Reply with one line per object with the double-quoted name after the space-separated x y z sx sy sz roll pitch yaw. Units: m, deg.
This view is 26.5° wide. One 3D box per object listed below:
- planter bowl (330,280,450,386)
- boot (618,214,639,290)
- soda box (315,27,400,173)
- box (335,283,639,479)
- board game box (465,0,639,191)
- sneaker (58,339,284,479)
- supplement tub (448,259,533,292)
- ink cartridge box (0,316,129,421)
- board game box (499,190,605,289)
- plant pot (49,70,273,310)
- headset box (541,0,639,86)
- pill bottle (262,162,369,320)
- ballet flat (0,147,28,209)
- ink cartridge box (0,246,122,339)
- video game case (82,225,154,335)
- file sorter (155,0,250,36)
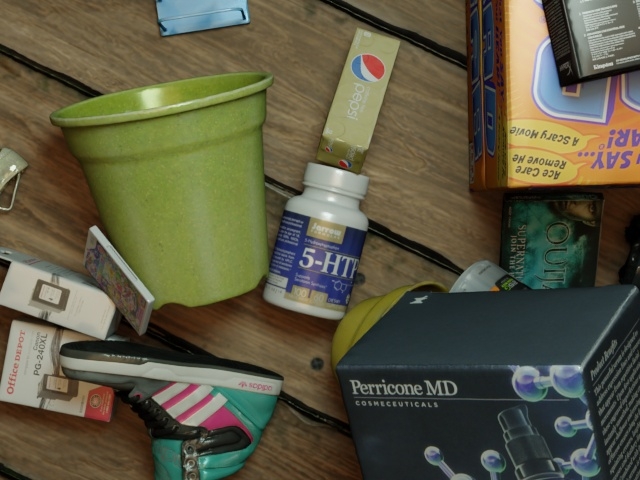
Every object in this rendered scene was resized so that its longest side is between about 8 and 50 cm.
0.076 0.140 1.729 0.090 0.217 0.217 21 91 34 "planter bowl"
0.477 0.079 1.705 0.207 0.094 0.247 13 48 -1 "boot"
0.048 -0.178 1.717 0.061 0.058 0.181 18 58 0 "soda box"
0.228 0.271 1.553 0.293 0.212 0.396 -4 110 31 "box"
0.368 -0.240 1.612 0.356 0.356 0.357 -2 91 -1 "board game box"
-0.201 0.229 1.714 0.295 0.124 0.179 12 92 -24 "sneaker"
0.246 0.119 1.681 0.190 0.117 0.117 34 91 20 "supplement tub"
-0.334 0.166 1.763 0.150 0.063 0.109 11 91 -1 "ink cartridge box"
0.292 0.023 1.737 0.126 0.026 0.186 -2 122 0 "board game box"
-0.171 -0.058 1.679 0.276 0.276 0.254 -11 103 0 "plant pot"
0.324 -0.324 1.375 0.218 0.110 0.293 -14 92 -1 "headset box"
0.000 0.000 1.737 0.112 0.112 0.187 14 91 -1 "pill bottle"
-0.433 -0.039 1.763 0.052 0.057 0.168 28 91 -11 "ballet flat"
-0.344 0.066 1.741 0.180 0.104 0.060 19 93 0 "ink cartridge box"
-0.247 0.049 1.651 0.011 0.087 0.122 -31 71 -29 "video game case"
-0.163 -0.358 1.731 0.118 0.104 0.170 -9 92 0 "file sorter"
